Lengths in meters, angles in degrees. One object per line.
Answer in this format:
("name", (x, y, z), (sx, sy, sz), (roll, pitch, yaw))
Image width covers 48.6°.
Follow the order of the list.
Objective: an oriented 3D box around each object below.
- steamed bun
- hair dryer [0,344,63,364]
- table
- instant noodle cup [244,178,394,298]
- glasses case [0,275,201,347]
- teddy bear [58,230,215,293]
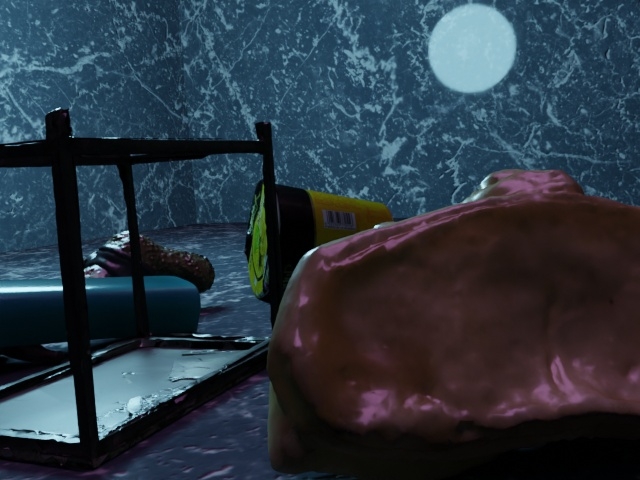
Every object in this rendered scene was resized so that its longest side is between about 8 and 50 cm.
("steamed bun", (0.153, 0.045, 0.557), (0.428, 0.247, 0.189), (-9, -18, -10))
("hair dryer", (-0.388, 0.134, 0.873), (0.154, 0.054, 0.106), (2, 11, 12))
("table", (-0.210, 0.022, 0.710), (0.222, 0.272, 0.335), (-2, 6, 24))
("instant noodle cup", (0.000, 0.000, 1.255), (0.236, 0.215, 0.215), (2, 4, -17))
("glasses case", (-0.316, 0.082, 0.931), (0.301, 0.070, 0.117), (-1, 17, -40))
("teddy bear", (-0.306, 0.050, 1.134), (0.182, 0.129, 0.251), (11, 27, 39))
